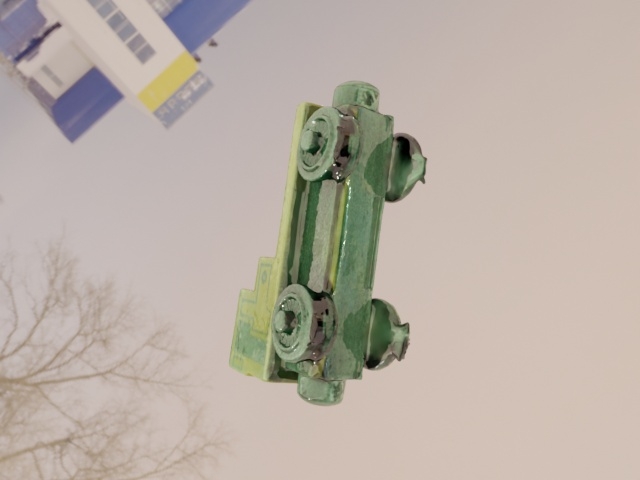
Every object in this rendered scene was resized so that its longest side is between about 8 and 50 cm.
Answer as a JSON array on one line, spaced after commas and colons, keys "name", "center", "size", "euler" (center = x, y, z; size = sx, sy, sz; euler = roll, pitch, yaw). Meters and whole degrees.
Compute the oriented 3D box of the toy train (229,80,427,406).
[{"name": "toy train", "center": [0.000, 0.000, 0.759], "size": [0.237, 0.151, 0.368], "euler": [2, -97, 61]}]
